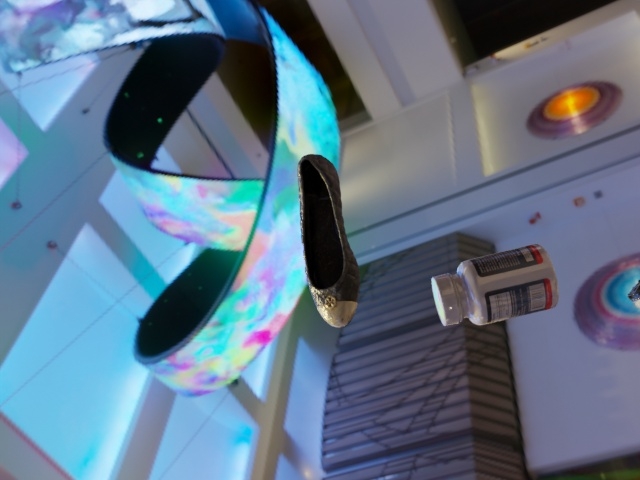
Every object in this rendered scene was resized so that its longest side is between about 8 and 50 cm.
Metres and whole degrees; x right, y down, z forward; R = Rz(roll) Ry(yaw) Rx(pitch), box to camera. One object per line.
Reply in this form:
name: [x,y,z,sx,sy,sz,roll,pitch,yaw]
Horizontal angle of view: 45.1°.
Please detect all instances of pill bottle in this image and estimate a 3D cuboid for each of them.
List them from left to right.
pill bottle: [0.274,0.076,1.228,0.108,0.180,0.107,167,90,-89]

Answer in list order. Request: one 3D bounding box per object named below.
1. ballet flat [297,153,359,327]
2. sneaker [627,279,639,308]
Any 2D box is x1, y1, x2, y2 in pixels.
ballet flat: [0.000,0.000,0.755,0.049,0.058,0.173,7,-109,-63]
sneaker: [0.401,0.059,0.817,0.086,0.085,0.237,44,180,1]
